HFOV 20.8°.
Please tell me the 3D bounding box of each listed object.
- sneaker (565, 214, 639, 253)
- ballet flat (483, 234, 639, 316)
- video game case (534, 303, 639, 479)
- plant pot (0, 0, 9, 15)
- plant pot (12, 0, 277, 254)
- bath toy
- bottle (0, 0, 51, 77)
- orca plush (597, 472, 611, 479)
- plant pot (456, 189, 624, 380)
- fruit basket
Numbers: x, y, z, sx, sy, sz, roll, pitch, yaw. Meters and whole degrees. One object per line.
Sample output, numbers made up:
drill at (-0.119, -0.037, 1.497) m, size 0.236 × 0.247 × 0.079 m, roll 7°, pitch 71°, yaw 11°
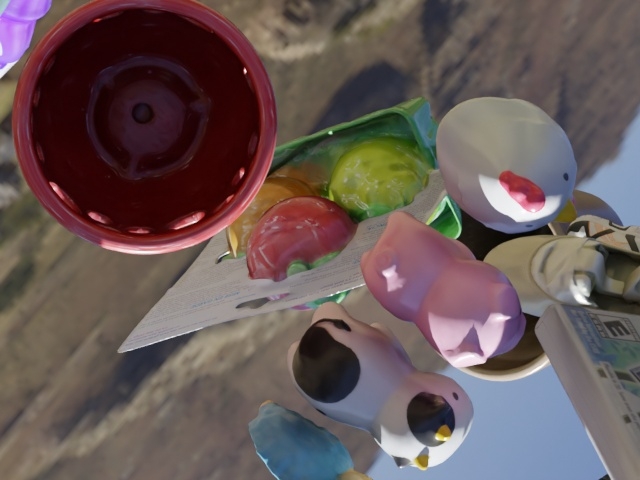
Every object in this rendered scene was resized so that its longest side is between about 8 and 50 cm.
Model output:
sneaker at (0.275, 0.005, 1.672) m, size 0.109 × 0.040 × 0.043 m, roll 12°, pitch -121°, yaw 49°
ballet flat at (0.259, 0.035, 1.503) m, size 0.086 × 0.248 × 0.086 m, roll 13°, pitch 90°, yaw -76°
video game case at (0.346, 0.184, 1.313) m, size 0.036 × 0.300 × 0.329 m, roll -62°, pitch -146°, yaw 32°
plant pot at (-0.402, -0.239, 1.415) m, size 0.252 × 0.248 × 0.247 m, roll -25°, pitch 132°, yaw -9°
plant pot at (-0.132, -0.090, 1.319) m, size 0.191 × 0.191 × 0.174 m, roll -50°, pitch -173°, yaw -1°
bath toy at (0.086, 0.059, 1.316) m, size 0.348 × 0.151 × 0.129 m, roll -59°, pitch -161°, yaw 14°
bottle at (-0.338, -0.212, 1.681) m, size 0.283 × 0.118 × 0.092 m, roll -36°, pitch -146°, yaw 36°
orca plush at (0.399, 0.417, 2.080) m, size 0.151 × 0.287 × 0.102 m, roll -32°, pitch 157°, yaw -4°
plant pot at (0.272, 0.029, 2.207) m, size 0.229 × 0.263 × 0.263 m, roll -13°, pitch 150°, yaw -49°
fruit basket at (0.000, 0.000, 1.772) m, size 0.327 × 0.165 × 0.353 m, roll -17°, pitch -155°, yaw 30°
